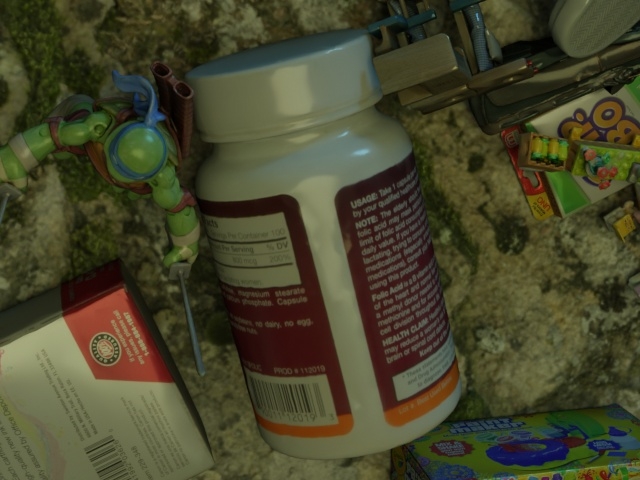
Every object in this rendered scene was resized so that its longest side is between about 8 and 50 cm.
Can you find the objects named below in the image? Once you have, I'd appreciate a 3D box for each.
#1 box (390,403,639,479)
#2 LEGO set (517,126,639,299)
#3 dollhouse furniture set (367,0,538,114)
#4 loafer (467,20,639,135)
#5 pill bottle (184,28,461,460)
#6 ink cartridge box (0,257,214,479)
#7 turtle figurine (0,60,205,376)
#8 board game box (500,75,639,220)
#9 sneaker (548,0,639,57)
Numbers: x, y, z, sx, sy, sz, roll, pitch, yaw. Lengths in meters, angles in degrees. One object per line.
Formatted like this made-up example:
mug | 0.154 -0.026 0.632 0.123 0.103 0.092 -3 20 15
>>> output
box | 0.241 0.357 1.371 0.290 0.177 0.279 -5 103 -11
LEGO set | 0.344 -0.039 1.301 0.132 0.107 0.287 -44 121 6
dollhouse furniture set | 0.124 -0.212 1.172 0.129 0.184 0.129 -18 85 16
loafer | 0.287 -0.188 1.302 0.267 0.096 0.084 -16 114 1
pill bottle | 0.000 0.000 1.210 0.224 0.224 0.392 -15 106 -8
ink cartridge box | -0.295 0.187 1.240 0.306 0.131 0.226 -24 107 -4
turtle figurine | -0.215 -0.037 1.132 0.198 0.266 0.274 -1 103 -11
board game box | 0.340 -0.127 1.353 0.259 0.039 0.124 -26 107 -2
sneaker | 0.298 -0.339 1.238 0.292 0.169 0.108 -52 147 4
